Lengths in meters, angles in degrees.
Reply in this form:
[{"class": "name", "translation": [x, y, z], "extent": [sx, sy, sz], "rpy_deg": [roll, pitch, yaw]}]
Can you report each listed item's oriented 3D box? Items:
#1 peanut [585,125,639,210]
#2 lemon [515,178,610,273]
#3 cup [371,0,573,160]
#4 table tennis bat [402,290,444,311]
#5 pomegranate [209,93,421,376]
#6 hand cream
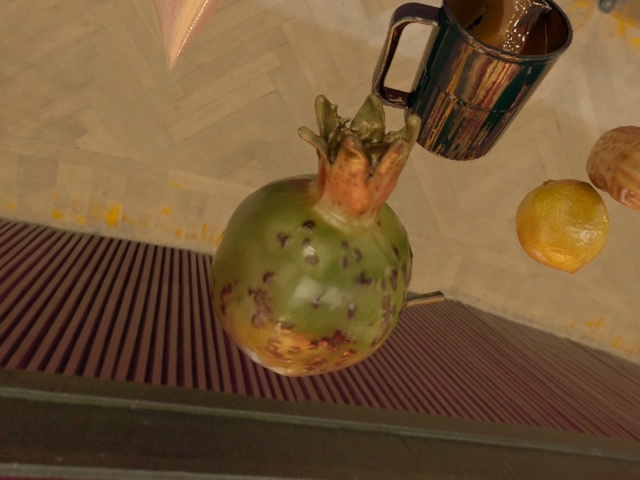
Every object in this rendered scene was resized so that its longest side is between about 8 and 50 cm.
[{"class": "peanut", "translation": [0.585, -0.137, 0.900], "extent": [0.153, 0.325, 0.140], "rpy_deg": [16, 108, 14]}, {"class": "lemon", "translation": [0.502, -0.030, 1.012], "extent": [0.179, 0.178, 0.203], "rpy_deg": [-8, 81, -14]}, {"class": "cup", "translation": [0.288, -0.330, 0.987], "extent": [0.308, 0.292, 0.242], "rpy_deg": [-13, 63, -16]}, {"class": "table tennis bat", "translation": [0.145, 0.145, 1.096], "extent": [0.274, 0.154, 0.021], "rpy_deg": [-8, 104, -7]}, {"class": "pomegranate", "translation": [-0.009, 0.013, 0.498], "extent": [0.231, 0.230, 0.285], "rpy_deg": [-16, 149, -12]}, {"class": "hand cream", "translation": [-0.215, -0.450, 0.827], "extent": [0.118, 0.359, 0.185], "rpy_deg": [-17, 92, -37]}]
